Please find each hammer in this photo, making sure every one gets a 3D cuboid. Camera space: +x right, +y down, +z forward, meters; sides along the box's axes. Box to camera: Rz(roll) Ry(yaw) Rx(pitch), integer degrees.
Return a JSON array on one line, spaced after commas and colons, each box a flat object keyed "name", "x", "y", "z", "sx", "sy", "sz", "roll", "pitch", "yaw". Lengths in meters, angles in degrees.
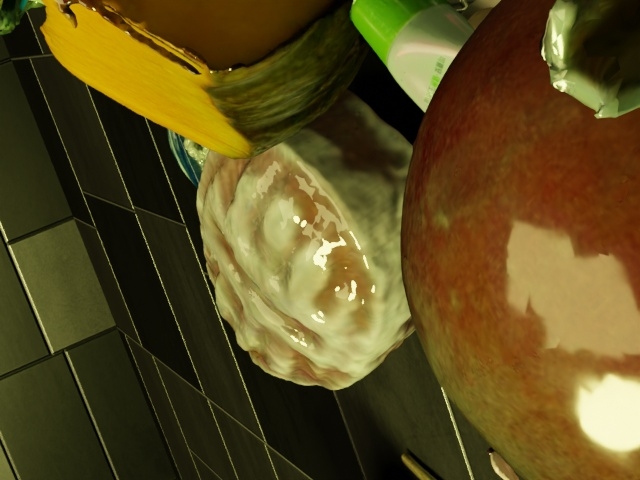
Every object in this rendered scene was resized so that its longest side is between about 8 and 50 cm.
[{"name": "hammer", "x": 0.126, "y": 0.253, "z": 1.226, "sx": 0.182, "sy": 0.017, "sz": 0.062, "roll": 34, "pitch": 144, "yaw": 61}]

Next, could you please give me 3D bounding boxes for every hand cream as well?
[{"name": "hand cream", "x": 0.112, "y": -0.037, "z": 0.681, "sx": 0.275, "sy": 0.050, "sz": 0.079, "roll": 54, "pitch": -177, "yaw": 22}]

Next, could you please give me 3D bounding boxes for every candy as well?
[{"name": "candy", "x": 0.000, "y": 0.000, "z": 1.043, "sx": 0.214, "sy": 0.157, "sz": 0.289, "roll": 46, "pitch": 150, "yaw": 15}]

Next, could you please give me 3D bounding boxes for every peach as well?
[{"name": "peach", "x": 0.150, "y": 0.003, "z": 0.497, "sx": 0.252, "sy": 0.252, "sz": 0.252, "roll": 54, "pitch": 158, "yaw": 33}]

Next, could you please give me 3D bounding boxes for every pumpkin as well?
[{"name": "pumpkin", "x": -0.076, "y": -0.218, "z": 0.835, "sx": 0.225, "sy": 0.256, "sz": 0.303, "roll": 139, "pitch": 133, "yaw": -76}]

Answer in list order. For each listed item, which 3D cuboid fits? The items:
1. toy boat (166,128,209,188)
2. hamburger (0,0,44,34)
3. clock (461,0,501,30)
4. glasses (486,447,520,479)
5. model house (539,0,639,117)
[{"name": "toy boat", "x": -0.097, "y": -0.129, "z": 1.312, "sx": 0.210, "sy": 0.070, "sz": 0.291, "roll": 57, "pitch": 157, "yaw": 12}, {"name": "hamburger", "x": -0.219, "y": -0.296, "z": 1.159, "sx": 0.150, "sy": 0.260, "sz": 0.276, "roll": 32, "pitch": 136, "yaw": 9}, {"name": "clock", "x": 0.137, "y": -0.076, "z": 0.717, "sx": 0.155, "sy": 0.063, "sz": 0.229, "roll": 67, "pitch": 158, "yaw": 5}, {"name": "glasses", "x": 0.192, "y": 0.169, "z": 0.715, "sx": 0.162, "sy": 0.095, "sz": 0.255, "roll": 56, "pitch": -173, "yaw": 37}, {"name": "model house", "x": 0.187, "y": -0.113, "z": 0.273, "sx": 0.198, "sy": 0.215, "sz": 0.224, "roll": 42, "pitch": 150, "yaw": 45}]
